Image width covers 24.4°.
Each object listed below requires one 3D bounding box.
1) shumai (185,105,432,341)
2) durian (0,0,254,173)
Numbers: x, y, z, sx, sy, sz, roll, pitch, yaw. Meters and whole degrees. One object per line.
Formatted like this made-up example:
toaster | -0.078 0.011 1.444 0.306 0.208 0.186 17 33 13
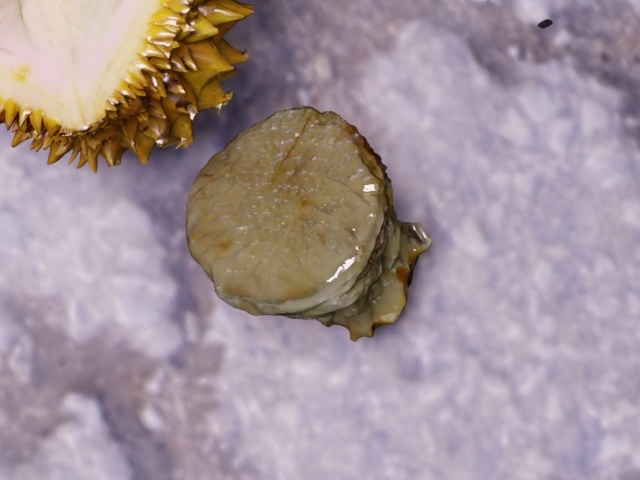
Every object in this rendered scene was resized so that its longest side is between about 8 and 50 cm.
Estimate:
shumai | 0.001 -0.001 0.711 0.099 0.087 0.123 -43 46 6
durian | -0.120 -0.147 0.685 0.183 0.138 0.249 -10 79 25
